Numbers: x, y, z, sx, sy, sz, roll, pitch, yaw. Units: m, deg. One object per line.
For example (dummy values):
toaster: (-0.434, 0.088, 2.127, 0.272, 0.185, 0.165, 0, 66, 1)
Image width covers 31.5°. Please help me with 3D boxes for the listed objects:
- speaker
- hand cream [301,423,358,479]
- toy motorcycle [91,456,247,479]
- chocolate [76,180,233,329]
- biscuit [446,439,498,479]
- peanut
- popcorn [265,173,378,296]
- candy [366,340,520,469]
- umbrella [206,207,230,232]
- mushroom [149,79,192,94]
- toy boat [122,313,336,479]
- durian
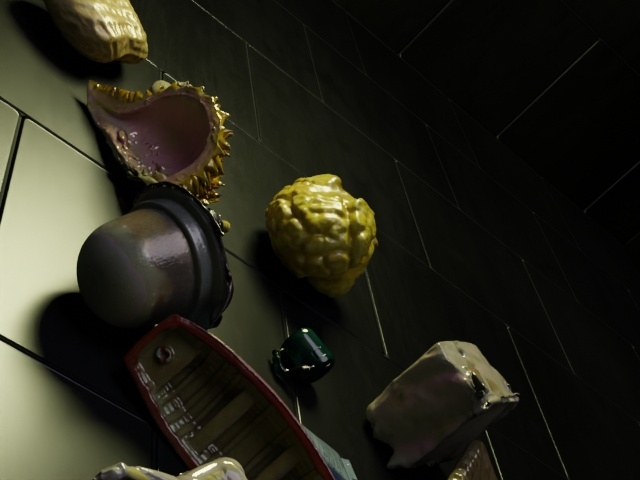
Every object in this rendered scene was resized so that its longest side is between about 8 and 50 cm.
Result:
speaker: (-0.027, 0.172, 1.676, 0.075, 0.060, 0.094, 50, 21, 15)
hand cream: (-0.043, 0.259, 1.495, 0.271, 0.058, 0.091, 39, 9, -29)
toy motorcycle: (-0.105, 0.316, 1.176, 0.340, 0.107, 0.223, 34, 31, -47)
chocolate: (-0.222, 0.044, 1.413, 0.221, 0.221, 0.147, 50, 44, 12)
biscuit: (0.221, 0.430, 1.616, 0.217, 0.044, 0.325, 68, 21, -3)
peanut: (-0.383, -0.380, 1.964, 0.197, 0.110, 0.233, 51, 23, 14)
popcorn: (0.000, 0.000, 1.936, 0.200, 0.226, 0.203, -33, 121, -37)
candy: (0.187, 0.253, 1.752, 0.137, 0.195, 0.184, 53, 19, 21)
umbrella: (-0.192, -0.034, 1.778, 0.037, 0.040, 0.144, 43, 15, 30)
mushroom: (-0.259, -0.254, 2.005, 0.085, 0.079, 0.085, 37, 25, -20)
toy boat: (-0.078, 0.259, 1.353, 0.392, 0.136, 0.079, 48, -11, 5)
durian: (-0.231, -0.147, 1.812, 0.305, 0.185, 0.196, 37, -9, 37)
